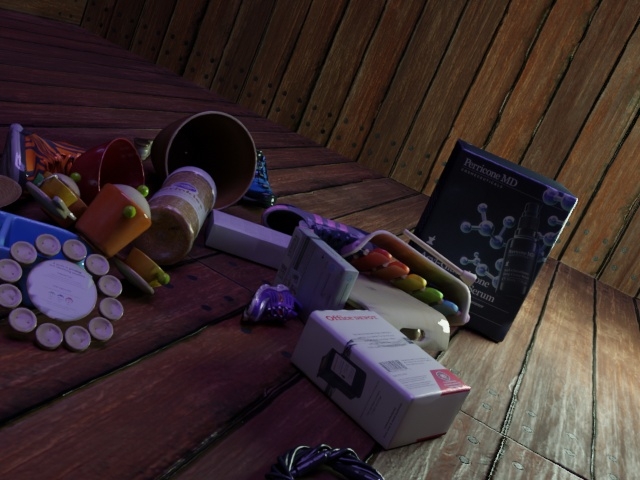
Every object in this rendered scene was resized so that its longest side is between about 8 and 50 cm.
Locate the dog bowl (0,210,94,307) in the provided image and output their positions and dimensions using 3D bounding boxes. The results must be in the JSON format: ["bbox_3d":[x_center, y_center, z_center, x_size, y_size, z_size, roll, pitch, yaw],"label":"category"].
[{"bbox_3d":[-0.479,0.014,1.101,0.297,0.074,0.166,17,17,-21],"label":"dog bowl"}]

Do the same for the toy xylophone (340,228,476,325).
[{"bbox_3d":[0.205,0.072,1.646,0.322,0.081,0.236,31,-16,-1],"label":"toy xylophone"}]

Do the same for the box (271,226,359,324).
[{"bbox_3d":[-0.015,0.077,1.429,0.038,0.145,0.186,10,20,-37],"label":"box"}]

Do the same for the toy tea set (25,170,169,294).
[{"bbox_3d":[-0.372,-0.055,1.260,0.336,0.124,0.200,31,-18,31],"label":"toy tea set"}]

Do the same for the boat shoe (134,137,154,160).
[{"bbox_3d":[-0.490,-0.255,2.051,0.056,0.048,0.153,6,13,-14],"label":"boat shoe"}]

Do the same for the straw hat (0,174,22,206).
[{"bbox_3d":[-0.569,-0.056,1.223,0.144,0.061,0.144,9,28,-5],"label":"straw hat"}]

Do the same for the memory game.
[{"bbox_3d":[-0.362,0.071,1.033,0.186,0.012,0.186,24,45,-26],"label":"memory game"}]

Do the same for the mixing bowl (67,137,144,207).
[{"bbox_3d":[-0.431,-0.110,1.456,0.098,0.181,0.181,2,11,13],"label":"mixing bowl"}]

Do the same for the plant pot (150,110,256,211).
[{"bbox_3d":[-0.322,-0.206,1.848,0.237,0.237,0.254,12,3,-35],"label":"plant pot"}]

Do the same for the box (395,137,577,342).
[{"bbox_3d":[0.391,-0.005,1.823,0.293,0.395,0.212,23,15,1],"label":"box"}]

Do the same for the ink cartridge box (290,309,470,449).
[{"bbox_3d":[0.094,0.216,1.209,0.172,0.100,0.237,6,25,-48],"label":"ink cartridge box"}]

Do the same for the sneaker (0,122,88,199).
[{"bbox_3d":[-0.533,-0.149,1.468,0.180,0.125,0.321,15,17,-25],"label":"sneaker"}]

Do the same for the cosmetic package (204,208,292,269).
[{"bbox_3d":[-0.134,0.009,1.641,0.239,0.060,0.099,20,18,-15],"label":"cosmetic package"}]

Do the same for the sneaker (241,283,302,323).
[{"bbox_3d":[-0.081,0.120,1.345,0.071,0.068,0.170,35,18,19],"label":"sneaker"}]

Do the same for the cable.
[{"bbox_3d":[0.018,0.299,0.923,0.184,0.047,0.150,18,16,-17],"label":"cable"}]

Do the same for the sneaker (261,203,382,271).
[{"bbox_3d":[0.000,0.000,1.777,0.319,0.112,0.131,19,8,16],"label":"sneaker"}]

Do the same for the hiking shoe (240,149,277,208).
[{"bbox_3d":[-0.198,-0.187,2.063,0.113,0.132,0.304,13,19,-34],"label":"hiking shoe"}]

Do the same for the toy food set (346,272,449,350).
[{"bbox_3d":[0.089,0.140,1.516,0.219,0.092,0.306,10,12,-39],"label":"toy food set"}]

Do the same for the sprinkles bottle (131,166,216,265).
[{"bbox_3d":[-0.294,-0.059,1.525,0.121,0.121,0.355,22,16,-7],"label":"sprinkles bottle"}]
